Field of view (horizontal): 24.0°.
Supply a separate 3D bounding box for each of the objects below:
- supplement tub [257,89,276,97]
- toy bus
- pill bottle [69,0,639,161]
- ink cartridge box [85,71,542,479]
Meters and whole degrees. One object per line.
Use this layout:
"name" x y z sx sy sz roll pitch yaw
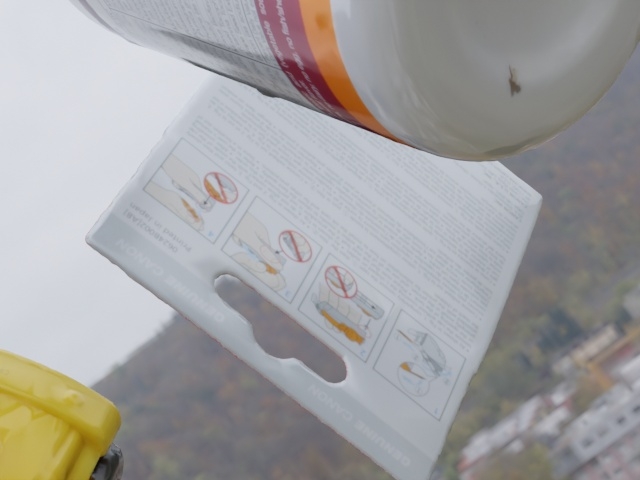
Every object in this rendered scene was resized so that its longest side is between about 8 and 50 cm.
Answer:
"supplement tub" -0.055 -0.162 0.709 0.106 0.198 0.106 -31 -19 -12
"toy bus" -0.207 0.193 0.774 0.211 0.149 0.220 -74 3 -58
"pill bottle" -0.015 -0.108 0.453 0.121 0.221 0.121 -19 -60 -36
"ink cartridge box" 0.000 0.000 1.206 0.091 0.308 0.385 -46 9 41
